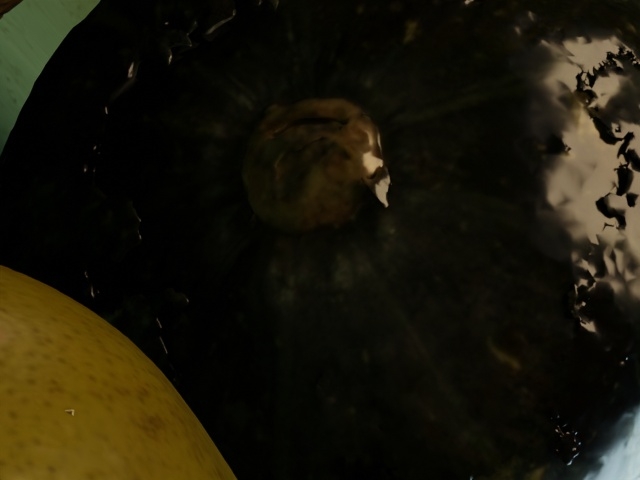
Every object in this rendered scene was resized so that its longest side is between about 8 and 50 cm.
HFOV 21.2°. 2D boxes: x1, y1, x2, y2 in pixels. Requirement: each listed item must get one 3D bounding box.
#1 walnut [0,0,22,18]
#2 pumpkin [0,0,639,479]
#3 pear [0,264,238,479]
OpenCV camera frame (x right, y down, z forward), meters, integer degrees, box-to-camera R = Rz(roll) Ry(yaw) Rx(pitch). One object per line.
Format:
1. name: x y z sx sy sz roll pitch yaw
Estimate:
1. walnut: -0.228 -0.181 0.997 0.149 0.166 0.166 26 36 -28
2. pumpkin: 0.023 0.005 1.033 0.344 0.454 0.454 45 24 -79
3. pear: -0.165 0.123 0.550 0.336 0.285 0.285 48 24 -60
